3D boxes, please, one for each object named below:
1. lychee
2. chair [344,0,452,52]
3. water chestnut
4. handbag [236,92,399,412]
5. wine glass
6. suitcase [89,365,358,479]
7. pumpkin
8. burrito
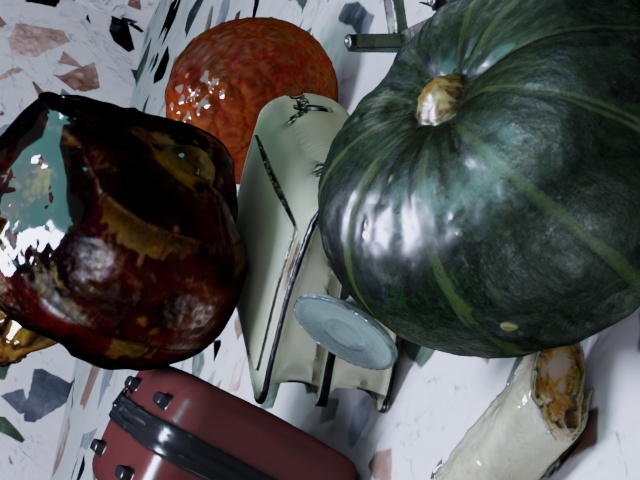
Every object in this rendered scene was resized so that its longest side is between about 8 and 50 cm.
[{"bbox_3d":[-0.091,-0.195,1.762,0.255,0.300,0.255,3,94,47],"label":"lychee"},{"bbox_3d":[0.154,-0.245,1.092,0.136,0.270,0.147,-15,82,54],"label":"chair"},{"bbox_3d":[-0.239,0.014,1.353,0.347,0.335,0.335,-57,21,18],"label":"water chestnut"},{"bbox_3d":[0.000,0.000,1.363,0.358,0.160,0.237,-114,30,-65],"label":"handbag"},{"bbox_3d":[0.028,-0.088,1.088,0.309,0.264,0.096,-57,11,-26],"label":"wine glass"},{"bbox_3d":[-0.109,0.246,1.335,0.161,0.236,0.297,-63,16,-10],"label":"suitcase"},{"bbox_3d":[0.140,-0.049,0.914,0.300,0.207,0.300,-27,45,30],"label":"pumpkin"},{"bbox_3d":[0.136,0.169,0.966,0.226,0.060,0.087,-58,17,33],"label":"burrito"}]
